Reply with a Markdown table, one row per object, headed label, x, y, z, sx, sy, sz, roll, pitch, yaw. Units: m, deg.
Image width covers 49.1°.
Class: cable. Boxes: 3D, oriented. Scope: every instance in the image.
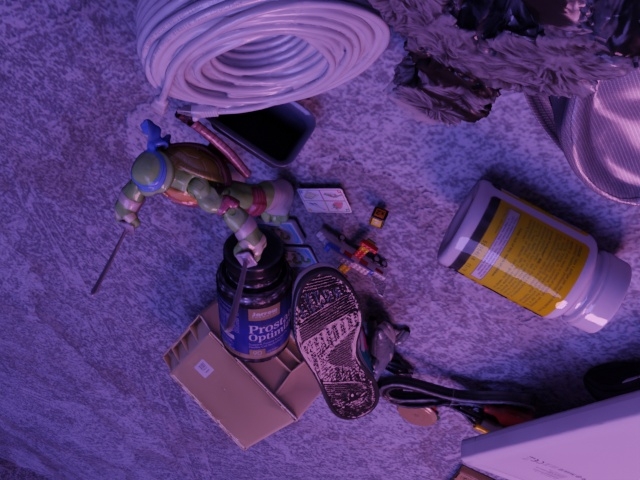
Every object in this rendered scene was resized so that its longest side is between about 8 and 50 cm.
| label | x | y | z | sx | sy | sz | roll | pitch | yaw |
| --- | --- | --- | --- | --- | --- | --- | --- | --- | --- |
| cable | -0.060 | -0.214 | 0.728 | 0.257 | 0.089 | 0.257 | -8 | 171 | -11 |
| cable | 0.245 | 0.287 | 1.186 | 0.287 | 0.072 | 0.139 | 14 | 142 | 0 |
| cable | 0.081 | 0.229 | 1.282 | 0.184 | 0.047 | 0.151 | -4 | 124 | 32 |

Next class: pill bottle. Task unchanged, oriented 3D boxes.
| label | x | y | z | sx | sy | sz | roll | pitch | yaw |
| --- | --- | --- | --- | --- | --- | --- | --- | --- | --- |
| pill bottle | 0.261 | 0.022 | 0.863 | 0.208 | 0.119 | 0.119 | 28 | 142 | 2 |
| pill bottle | -0.106 | 0.088 | 1.136 | 0.122 | 0.123 | 0.219 | 18 | 137 | 14 |

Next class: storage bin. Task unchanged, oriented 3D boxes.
| label | x | y | z | sx | sy | sz | roll | pitch | yaw |
| --- | --- | --- | --- | --- | --- | --- | --- | --- | --- |
| storage bin | -0.081 | -0.157 | 0.914 | 0.135 | 0.098 | 0.091 | 33 | 170 | -6 |
| storage bin | -0.149 | 0.248 | 1.346 | 0.260 | 0.123 | 0.262 | 46 | 142 | 0 |

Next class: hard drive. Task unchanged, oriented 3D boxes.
| label | x | y | z | sx | sy | sz | roll | pitch | yaw |
| --- | --- | --- | --- | --- | --- | --- | --- | --- | --- |
| hard drive | 0.421 | 0.318 | 1.064 | 0.233 | 0.047 | 0.353 | 26 | 144 | -23 |

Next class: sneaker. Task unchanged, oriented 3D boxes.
| label | x | y | z | sx | sy | sz | roll | pitch | yaw |
| --- | --- | --- | --- | --- | --- | --- | --- | --- | --- |
| sneaker | 0.012 | 0.120 | 1.094 | 0.123 | 0.178 | 0.296 | -18 | 125 | -5 |

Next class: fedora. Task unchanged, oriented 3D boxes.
| label | x | y | z | sx | sy | sz | roll | pitch | yaw |
| --- | --- | --- | --- | --- | --- | --- | --- | --- | --- |
| fedora | 0.299 | -0.136 | 0.656 | 0.243 | 0.124 | 0.275 | -2 | 132 | 34 |

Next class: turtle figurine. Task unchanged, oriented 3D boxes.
| label | x | y | z | sx | sy | sz | roll | pitch | yaw |
| --- | --- | --- | --- | --- | --- | --- | --- | --- | --- |
| turtle figurine | -0.163 | -0.021 | 0.931 | 0.197 | 0.266 | 0.275 | -15 | 89 | 27 |

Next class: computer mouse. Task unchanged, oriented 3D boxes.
| label | x | y | z | sx | sy | sz | roll | pitch | yaw |
| --- | --- | --- | --- | --- | --- | --- | --- | --- | --- |
| computer mouse | 0.470 | 0.185 | 0.963 | 0.262 | 0.060 | 0.184 | -15 | 126 | 42 |

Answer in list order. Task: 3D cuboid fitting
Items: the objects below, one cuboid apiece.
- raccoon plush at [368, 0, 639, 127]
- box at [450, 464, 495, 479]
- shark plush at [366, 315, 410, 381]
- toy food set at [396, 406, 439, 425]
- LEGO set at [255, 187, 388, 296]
| label | x | y | z | sx | sy | sz | roll | pitch | yaw |
| --- | --- | --- | --- | --- | --- | --- | --- | --- | --- |
| raccoon plush | 0.160 | -0.289 | 0.578 | 0.216 | 0.299 | 0.446 | 28 | 175 | -15 |
| box | 0.366 | 0.554 | 1.479 | 0.201 | 0.021 | 0.164 | 23 | 142 | 8 |
| shark plush | 0.087 | 0.198 | 1.184 | 0.073 | 0.067 | 0.161 | 28 | 121 | 8 |
| toy food set | 0.186 | 0.326 | 1.336 | 0.083 | 0.020 | 0.082 | 28 | 142 | 2 |
| LEGO set | 0.000 | 0.000 | 1.059 | 0.244 | 0.060 | 0.182 | 2 | 138 | 30 |
